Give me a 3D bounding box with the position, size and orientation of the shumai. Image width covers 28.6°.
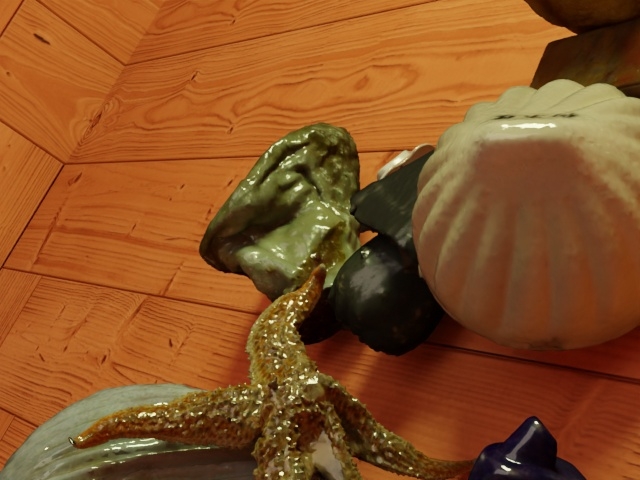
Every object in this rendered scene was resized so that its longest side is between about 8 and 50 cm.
[{"bbox_3d":[0.000,0.000,1.490,0.272,0.203,0.222,-44,-14,-40],"label":"shumai"}]

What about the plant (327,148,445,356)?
[{"bbox_3d":[0.112,0.000,1.278,0.256,0.142,0.164,-50,29,1],"label":"plant"}]

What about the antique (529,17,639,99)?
[{"bbox_3d":[0.334,-0.153,1.155,0.310,0.093,0.087,-5,54,55],"label":"antique"}]

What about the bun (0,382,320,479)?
[{"bbox_3d":[-0.160,0.311,1.206,0.362,0.361,0.211,-92,2,-50],"label":"bun"}]

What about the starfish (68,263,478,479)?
[{"bbox_3d":[-0.022,0.189,1.128,0.301,0.293,0.084,-30,-29,-29],"label":"starfish"}]

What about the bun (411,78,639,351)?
[{"bbox_3d":[0.192,-0.049,1.076,0.263,0.175,0.263,-9,57,14],"label":"bun"}]

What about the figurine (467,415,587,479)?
[{"bbox_3d":[0.054,0.319,0.954,0.421,0.193,0.154,-53,31,12],"label":"figurine"}]

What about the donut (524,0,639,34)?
[{"bbox_3d":[0.308,-0.362,1.245,0.150,0.299,0.317,12,101,48],"label":"donut"}]

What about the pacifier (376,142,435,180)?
[{"bbox_3d":[0.109,-0.063,1.451,0.099,0.081,0.078,-40,58,-18],"label":"pacifier"}]
